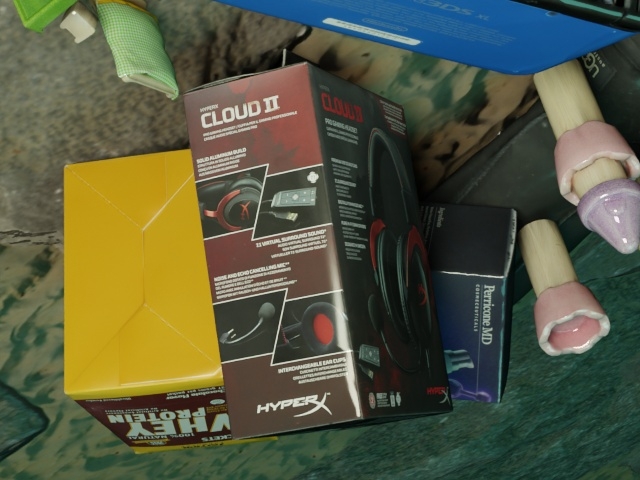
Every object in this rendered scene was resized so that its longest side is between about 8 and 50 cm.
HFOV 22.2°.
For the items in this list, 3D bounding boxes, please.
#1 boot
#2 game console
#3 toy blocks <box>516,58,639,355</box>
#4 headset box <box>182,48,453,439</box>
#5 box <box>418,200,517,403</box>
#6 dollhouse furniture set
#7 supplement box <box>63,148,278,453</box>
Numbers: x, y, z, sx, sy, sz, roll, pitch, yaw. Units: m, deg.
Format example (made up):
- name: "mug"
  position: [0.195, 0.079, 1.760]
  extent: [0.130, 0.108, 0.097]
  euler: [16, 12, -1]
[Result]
- name: "boot"
  position: [0.280, -0.047, 1.611]
  extent: [0.367, 0.146, 0.445]
  euler: [10, 134, -37]
- name: "game console"
  position: [0.083, -0.235, 1.039]
  extent: [0.293, 0.173, 0.250]
  euler: [11, 169, -24]
- name: "toy blocks"
  position: [0.343, 0.002, 1.359]
  extent: [0.308, 0.260, 0.289]
  euler: [-11, 143, -6]
- name: "headset box"
  position: [0.000, 0.000, 1.265]
  extent: [0.110, 0.293, 0.218]
  euler: [-12, 171, 21]
- name: "box"
  position: [0.073, 0.052, 1.495]
  extent: [0.207, 0.108, 0.153]
  euler: [4, 126, 10]
- name: "dollhouse furniture set"
  position: [-0.131, -0.152, 1.060]
  extent: [0.058, 0.076, 0.151]
  euler: [-35, 155, 22]
- name: "supplement box"
  position: [-0.118, 0.055, 1.326]
  extent: [0.129, 0.191, 0.194]
  euler: [-7, 159, 8]
